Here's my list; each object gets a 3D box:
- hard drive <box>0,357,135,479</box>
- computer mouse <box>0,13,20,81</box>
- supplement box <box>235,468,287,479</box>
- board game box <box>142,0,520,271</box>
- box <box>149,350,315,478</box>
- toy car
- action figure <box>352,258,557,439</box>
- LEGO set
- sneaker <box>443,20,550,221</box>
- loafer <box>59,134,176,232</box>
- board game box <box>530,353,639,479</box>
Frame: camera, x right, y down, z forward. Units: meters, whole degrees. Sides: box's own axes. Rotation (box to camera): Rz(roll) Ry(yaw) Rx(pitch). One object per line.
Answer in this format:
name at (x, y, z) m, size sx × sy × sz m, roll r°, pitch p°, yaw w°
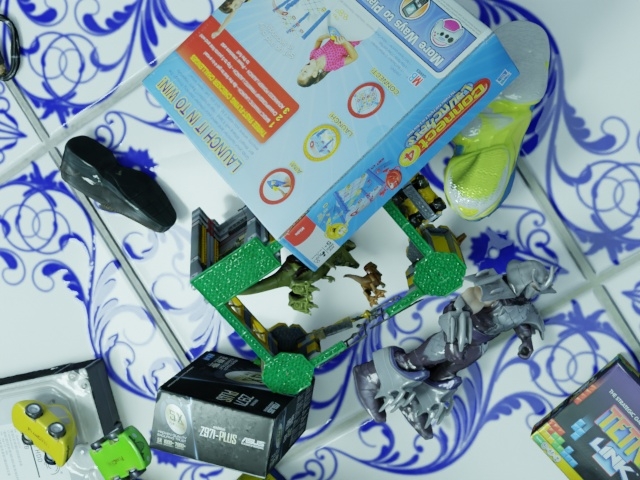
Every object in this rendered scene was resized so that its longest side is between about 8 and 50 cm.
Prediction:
hard drive at (-0.419, 0.303, 1.770) m, size 0.339 × 0.064 × 0.237 m, roll -12°, pitch 97°, yaw 16°
computer mouse at (-0.446, -0.313, 1.677) m, size 0.071 × 0.041 × 0.242 m, roll -26°, pitch 93°, yaw 17°
supplement box at (-0.113, 0.435, 1.555) m, size 0.194 × 0.356 × 0.195 m, roll 43°, pitch 107°, yaw 5°
board game box at (0.002, -0.176, 1.441) m, size 0.302 × 0.086 × 0.308 m, roll -44°, pitch 53°, yaw 3°
box at (-0.103, 0.205, 1.602) m, size 0.147 × 0.180 × 0.078 m, roll 13°, pitch 103°, yaw 13°
toy car at (-0.263, 0.272, 1.624) m, size 0.225 × 0.053 × 0.239 m, roll -30°, pitch 92°, yaw 47°
action figure at (0.171, 0.113, 1.527) m, size 0.285 × 0.185 × 0.099 m, roll -45°, pitch 53°, yaw 32°
LEGO set at (0.000, 0.000, 1.569) m, size 0.331 × 0.192 × 0.255 m, roll -41°, pitch 115°, yaw 18°
sneaker at (0.196, -0.128, 1.516) m, size 0.091 × 0.126 × 0.240 m, roll 20°, pitch 75°, yaw 11°
loafer at (-0.254, -0.061, 1.667) m, size 0.170 × 0.062 × 0.061 m, roll 39°, pitch 129°, yaw 9°
board game box at (0.354, 0.242, 1.553) m, size 0.170 × 0.048 × 0.141 m, roll 46°, pitch 109°, yaw 3°
